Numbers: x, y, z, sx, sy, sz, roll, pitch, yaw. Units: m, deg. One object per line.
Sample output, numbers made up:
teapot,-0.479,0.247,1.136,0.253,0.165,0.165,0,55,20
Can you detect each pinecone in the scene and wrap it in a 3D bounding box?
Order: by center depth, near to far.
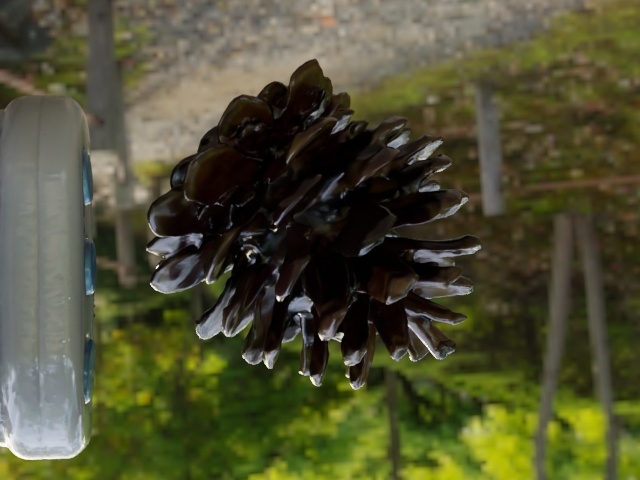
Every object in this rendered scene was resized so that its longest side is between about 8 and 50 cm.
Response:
pinecone,0.008,-0.005,1.341,0.264,0.264,0.264,-4,177,0

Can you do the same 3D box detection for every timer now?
timer,-0.208,0.030,1.259,0.087,0.262,0.237,0,176,-7
